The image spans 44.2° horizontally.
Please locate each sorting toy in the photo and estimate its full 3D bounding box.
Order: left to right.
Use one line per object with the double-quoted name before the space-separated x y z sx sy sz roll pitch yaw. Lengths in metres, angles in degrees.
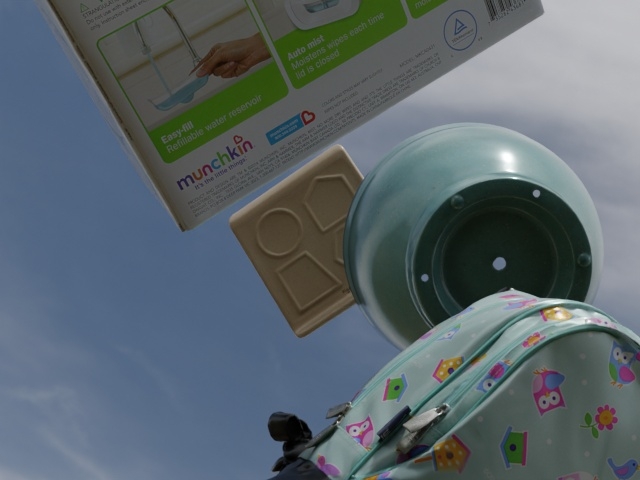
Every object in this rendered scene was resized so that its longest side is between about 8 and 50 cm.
"sorting toy" 0.000 0.000 1.072 0.193 0.038 0.208 -34 -109 5

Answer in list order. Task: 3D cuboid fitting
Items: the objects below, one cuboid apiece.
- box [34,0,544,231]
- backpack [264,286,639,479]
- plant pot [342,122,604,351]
"box" -0.035 -0.177 0.459 0.231 0.261 0.126 62 -12 -23
"backpack" 0.081 0.109 0.378 0.152 0.182 0.115 52 -11 -18
"plant pot" 0.172 0.016 0.839 0.292 0.196 0.293 0 -85 0
